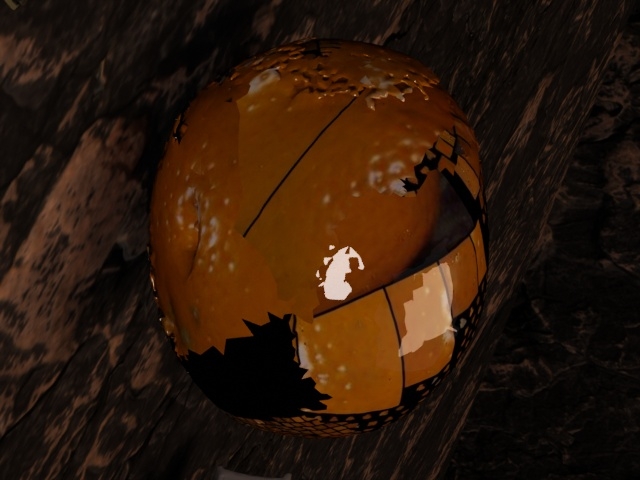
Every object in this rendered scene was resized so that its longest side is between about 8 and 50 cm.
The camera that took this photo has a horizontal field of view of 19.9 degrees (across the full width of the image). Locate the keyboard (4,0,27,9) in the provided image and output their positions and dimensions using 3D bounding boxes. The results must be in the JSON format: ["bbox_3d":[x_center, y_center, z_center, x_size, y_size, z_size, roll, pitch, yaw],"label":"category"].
[{"bbox_3d":[-0.129,-0.135,0.733,0.049,0.015,0.129,-59,167,-8],"label":"keyboard"}]

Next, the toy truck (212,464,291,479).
[{"bbox_3d":[-0.123,0.268,1.382,0.286,0.111,0.136,-45,162,-54],"label":"toy truck"}]

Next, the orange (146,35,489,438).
[{"bbox_3d":[0.000,0.000,1.051,0.182,0.234,0.234,13,111,-32],"label":"orange"}]
